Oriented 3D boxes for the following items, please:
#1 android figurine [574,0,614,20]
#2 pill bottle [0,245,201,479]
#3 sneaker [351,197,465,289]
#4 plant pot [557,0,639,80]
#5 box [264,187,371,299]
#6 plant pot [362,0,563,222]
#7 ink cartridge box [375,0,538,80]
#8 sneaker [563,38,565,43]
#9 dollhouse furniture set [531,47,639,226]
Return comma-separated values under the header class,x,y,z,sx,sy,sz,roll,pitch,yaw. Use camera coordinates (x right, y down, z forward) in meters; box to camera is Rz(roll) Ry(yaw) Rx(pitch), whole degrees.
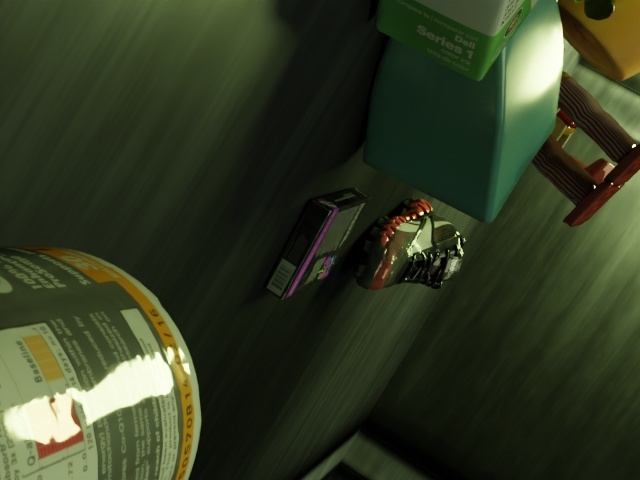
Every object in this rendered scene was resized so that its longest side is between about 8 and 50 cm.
class,x,y,z,sx,sy,sz,roll,pitch,yaw
android figurine,0.447,-0.436,1.443,0.056,0.248,0.273,50,38,-41
pill bottle,-0.163,0.082,0.362,0.162,0.162,0.278,-60,168,7
sneaker,0.144,0.020,1.507,0.098,0.135,0.276,-63,166,27
plant pot,0.517,-0.411,1.684,0.203,0.291,0.291,-43,169,7
box,0.000,0.000,1.133,0.116,0.029,0.162,-61,166,15
plant pot,0.153,-0.175,1.036,0.165,0.165,0.234,-53,158,-26
ink cartridge box,0.154,-0.301,0.804,0.201,0.117,0.278,-53,166,-24
sneaker,0.365,-0.327,1.669,0.080,0.081,0.211,-65,168,21
dollhouse furniture set,0.369,-0.151,1.410,0.152,0.201,0.374,-48,166,20
